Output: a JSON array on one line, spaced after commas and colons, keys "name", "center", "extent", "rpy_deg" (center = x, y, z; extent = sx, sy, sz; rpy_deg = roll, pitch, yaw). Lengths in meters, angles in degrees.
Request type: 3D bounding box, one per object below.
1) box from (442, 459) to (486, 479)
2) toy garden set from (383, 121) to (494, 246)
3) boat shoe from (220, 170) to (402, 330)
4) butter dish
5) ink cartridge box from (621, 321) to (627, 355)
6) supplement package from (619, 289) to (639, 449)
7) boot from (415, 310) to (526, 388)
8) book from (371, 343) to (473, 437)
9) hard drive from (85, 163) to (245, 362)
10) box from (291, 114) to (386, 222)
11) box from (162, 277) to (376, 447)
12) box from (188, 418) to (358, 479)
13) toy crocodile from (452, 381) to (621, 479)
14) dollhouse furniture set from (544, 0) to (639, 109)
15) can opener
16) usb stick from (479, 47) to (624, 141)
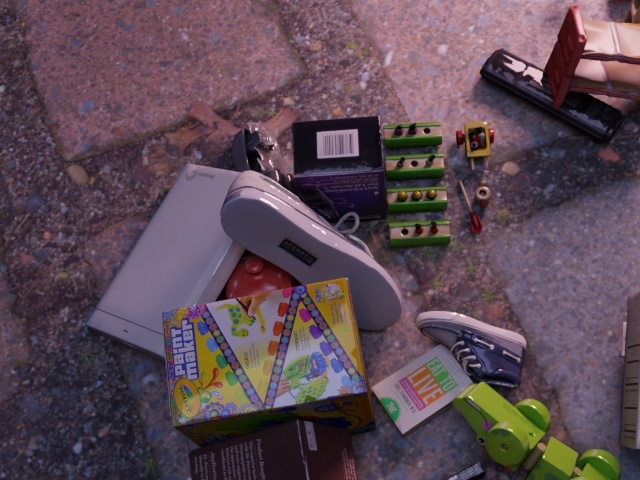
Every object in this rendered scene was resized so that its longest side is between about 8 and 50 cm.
[{"name": "box", "center": [0.219, 0.377, 1.411], "extent": [0.083, 0.067, 0.018], "rpy_deg": [-27, 66, -4]}, {"name": "toy garden set", "center": [0.221, -0.114, 1.625], "extent": [0.203, 0.049, 0.244], "rpy_deg": [-3, 67, 2]}, {"name": "boat shoe", "center": [-0.007, 0.004, 1.518], "extent": [0.367, 0.136, 0.156], "rpy_deg": [34, 33, -19]}, {"name": "butter dish", "center": [-0.103, 0.075, 1.534], "extent": [0.160, 0.118, 0.160], "rpy_deg": [-7, 46, 4]}, {"name": "ink cartridge box", "center": [0.554, 0.173, 1.481], "extent": [0.115, 0.029, 0.063], "rpy_deg": [7, 69, 10]}, {"name": "supplement package", "center": [0.547, 0.205, 1.385], "extent": [0.139, 0.134, 0.244], "rpy_deg": [6, 81, 9]}, {"name": "boot", "center": [0.244, 0.179, 1.473], "extent": [0.190, 0.069, 0.086], "rpy_deg": [14, 57, 1]}, {"name": "book", "center": [0.171, 0.247, 1.494], "extent": [0.144, 0.035, 0.096], "rpy_deg": [-32, 63, -6]}, {"name": "hard drive", "center": [-0.242, 0.030, 1.572], "extent": [0.233, 0.047, 0.353], "rpy_deg": [13, 66, 42]}, {"name": "box", "center": [0.037, -0.118, 1.566], "extent": [0.153, 0.207, 0.108], "rpy_deg": [-4, 67, 5]}, {"name": "box", "center": [-0.069, 0.208, 1.394], "extent": [0.279, 0.290, 0.177], "rpy_deg": [-10, 67, 3]}, {"name": "box", "center": [-0.065, 0.381, 1.352], "extent": [0.203, 0.167, 0.168], "rpy_deg": [-20, 65, 23]}, {"name": "toy crocodile", "center": [0.349, 0.347, 1.389], "extent": [0.340, 0.105, 0.115], "rpy_deg": [37, 34, 15]}, {"name": "dollhouse furniture set", "center": [0.529, -0.412, 1.674], "extent": [0.201, 0.152, 0.374], "rpy_deg": [7, 50, -3]}, {"name": "can opener", "center": [-0.096, -0.090, 1.657], "extent": [0.095, 0.076, 0.283], "rpy_deg": [-28, 63, 29]}, {"name": "usb stick", "center": [0.429, -0.274, 1.677], "extent": [0.278, 0.045, 0.077], "rpy_deg": [33, 66, 18]}]
